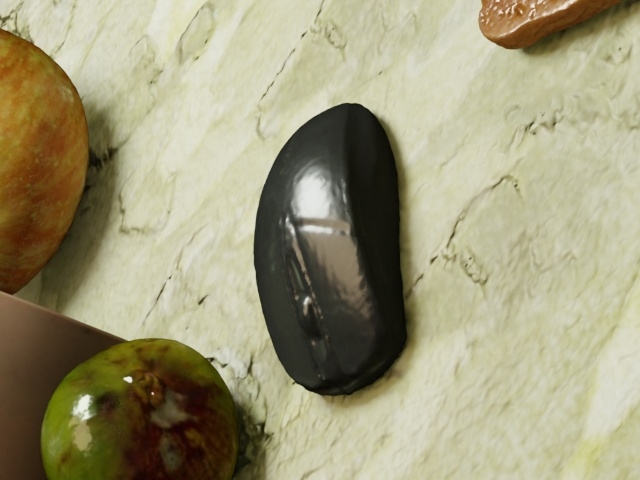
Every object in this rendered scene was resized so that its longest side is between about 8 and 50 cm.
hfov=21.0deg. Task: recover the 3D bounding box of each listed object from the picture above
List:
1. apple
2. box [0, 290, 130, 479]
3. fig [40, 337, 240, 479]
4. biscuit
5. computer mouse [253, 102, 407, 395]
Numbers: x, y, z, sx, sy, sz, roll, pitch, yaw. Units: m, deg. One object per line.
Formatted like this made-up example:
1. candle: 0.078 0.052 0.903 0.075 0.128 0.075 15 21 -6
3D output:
1. apple: -0.388 -0.085 1.863 0.309 0.277 0.250 -32 28 21
2. box: -0.328 0.159 1.698 0.301 0.301 0.216 9 77 52
3. fig: -0.161 0.192 1.558 0.181 0.181 0.191 54 139 46
4. biscuit: 0.203 -0.257 1.373 0.192 0.036 0.186 -23 57 45
5. computer mouse: 0.000 0.000 1.492 0.137 0.086 0.269 -25 60 45
